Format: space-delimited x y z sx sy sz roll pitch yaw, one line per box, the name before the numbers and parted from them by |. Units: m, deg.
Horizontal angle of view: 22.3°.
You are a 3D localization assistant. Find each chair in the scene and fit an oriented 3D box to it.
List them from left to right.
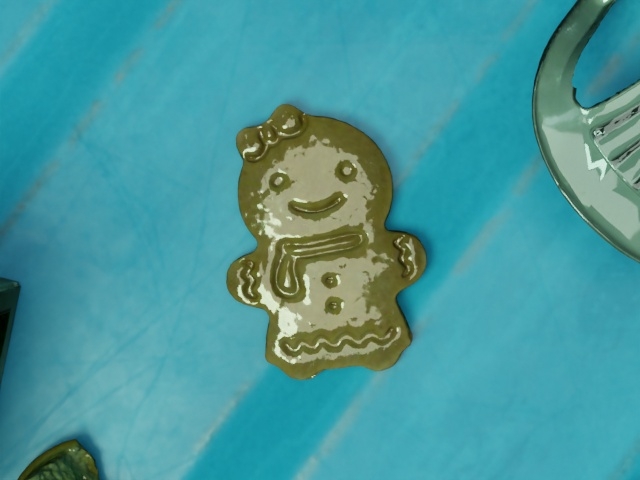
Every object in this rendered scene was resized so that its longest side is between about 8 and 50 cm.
chair | 0.279 -0.129 1.017 0.203 0.190 0.274 41 118 -1

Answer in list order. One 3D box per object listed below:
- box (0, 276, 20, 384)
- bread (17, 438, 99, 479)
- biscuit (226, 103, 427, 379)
box | -0.257 0.101 0.989 0.095 0.212 0.168 13 90 -2
bread | -0.153 0.221 1.059 0.156 0.086 0.125 38 100 2
biscuit | 0.005 0.003 1.087 0.133 0.027 0.184 4 91 0
